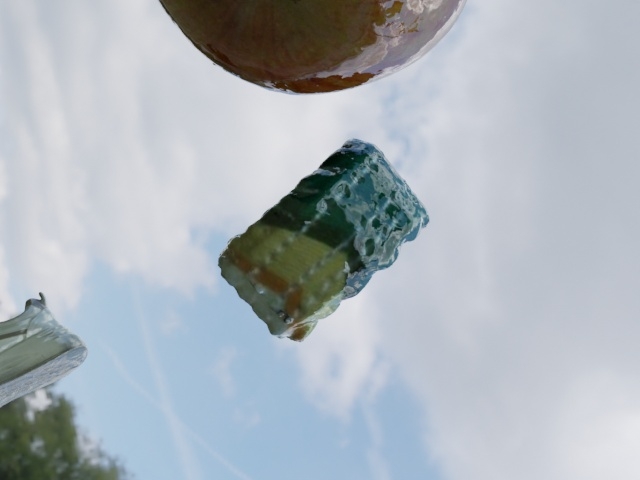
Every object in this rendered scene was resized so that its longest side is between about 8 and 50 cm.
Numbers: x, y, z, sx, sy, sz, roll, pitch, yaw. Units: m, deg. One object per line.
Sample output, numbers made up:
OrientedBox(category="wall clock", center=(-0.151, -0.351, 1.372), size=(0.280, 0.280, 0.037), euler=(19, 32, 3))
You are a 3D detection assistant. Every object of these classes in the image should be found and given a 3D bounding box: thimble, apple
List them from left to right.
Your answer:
OrientedBox(category="apple", center=(-0.012, -0.370, 1.413), size=(0.400, 0.333, 0.400), euler=(14, -53, 19))
OrientedBox(category="thimble", center=(0.000, 0.000, 1.668), size=(0.167, 0.288, 0.254), euler=(49, -22, -3))

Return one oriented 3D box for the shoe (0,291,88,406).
OrientedBox(category="shoe", center=(-0.517, 0.176, 1.815), size=(0.159, 0.316, 0.124), euler=(62, -15, 18))
